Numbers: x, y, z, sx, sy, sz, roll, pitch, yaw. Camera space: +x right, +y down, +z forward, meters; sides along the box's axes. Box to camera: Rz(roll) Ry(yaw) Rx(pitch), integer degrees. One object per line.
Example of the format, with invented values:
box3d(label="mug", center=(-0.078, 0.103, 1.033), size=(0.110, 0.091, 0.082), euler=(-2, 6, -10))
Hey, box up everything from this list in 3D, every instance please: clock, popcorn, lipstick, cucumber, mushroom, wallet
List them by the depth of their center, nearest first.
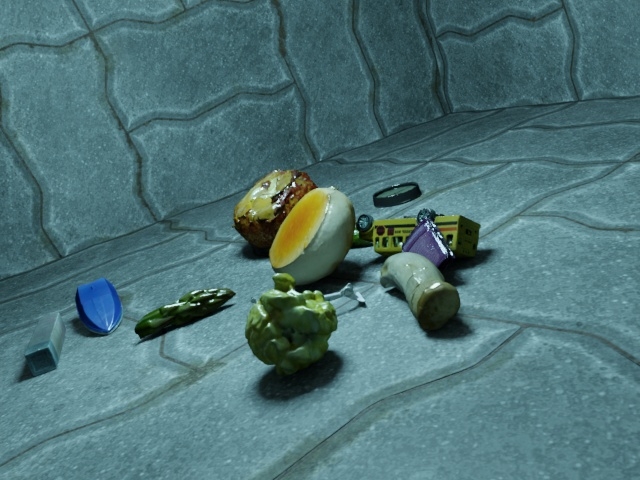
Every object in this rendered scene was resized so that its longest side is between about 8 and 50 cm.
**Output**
box3d(label="popcorn", center=(-0.060, 0.171, 1.345), size=(0.187, 0.185, 0.167), euler=(-49, 0, -10))
box3d(label="mushroom", center=(0.212, 0.097, 1.473), size=(0.123, 0.095, 0.351), euler=(-58, 14, 4))
box3d(label="wallet", center=(0.255, 0.027, 1.611), size=(0.111, 0.030, 0.166), euler=(-49, 33, 20))
box3d(label="lipstick", center=(-0.772, 0.286, 1.877), size=(0.066, 0.068, 0.317), euler=(-20, 16, -12))
box3d(label="cucumber", center=(0.076, -0.009, 2.062), size=(0.227, 0.069, 0.069), euler=(-2, 20, 36))
box3d(label="clock", center=(0.282, -0.172, 2.471), size=(0.184, 0.040, 0.184), euler=(-15, 16, 4))

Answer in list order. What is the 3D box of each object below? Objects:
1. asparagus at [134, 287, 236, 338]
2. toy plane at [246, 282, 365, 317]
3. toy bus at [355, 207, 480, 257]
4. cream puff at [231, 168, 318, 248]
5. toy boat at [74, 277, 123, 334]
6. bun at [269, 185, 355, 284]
box3d(label="asparagus", center=(-0.368, 0.186, 1.810), size=(0.287, 0.080, 0.080), euler=(-19, 15, -13))
box3d(label="toy plane", center=(-0.034, 0.149, 1.543), size=(0.273, 0.107, 0.182), euler=(-10, 21, 6))
box3d(label="toy bus", center=(0.248, -0.013, 1.761), size=(0.335, 0.123, 0.121), euler=(-3, -11, 42))
box3d(label="cream puff", center=(-0.136, -0.099, 2.282), size=(0.350, 0.229, 0.350), euler=(-30, 28, 18))
box3d(label="toy boat", center=(-0.667, 0.215, 2.013), size=(0.129, 0.088, 0.295), euler=(-21, 27, -19))
box3d(label="bun", center=(0.000, 0.000, 1.843), size=(0.299, 0.164, 0.299), euler=(-43, 28, 30))
